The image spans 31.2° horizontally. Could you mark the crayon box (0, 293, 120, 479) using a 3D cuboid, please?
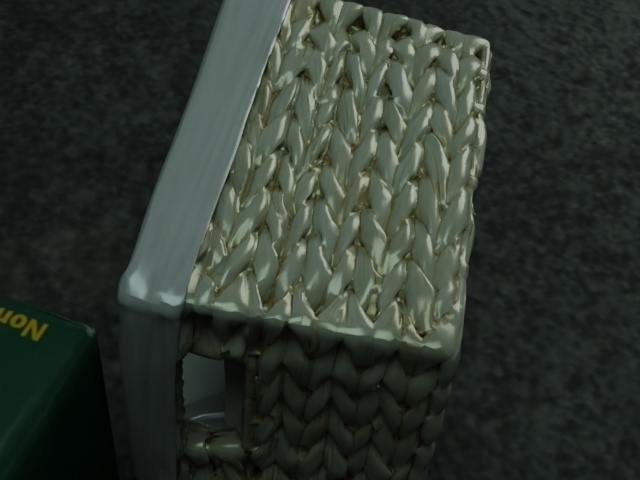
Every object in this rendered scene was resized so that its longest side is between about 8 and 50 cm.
[{"bbox_3d":[-0.287,0.110,0.298,0.363,0.106,0.313,17,49,12],"label":"crayon box"}]

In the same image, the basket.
[{"bbox_3d":[0.000,0.000,0.412,0.103,0.113,0.167,10,48,3],"label":"basket"}]
